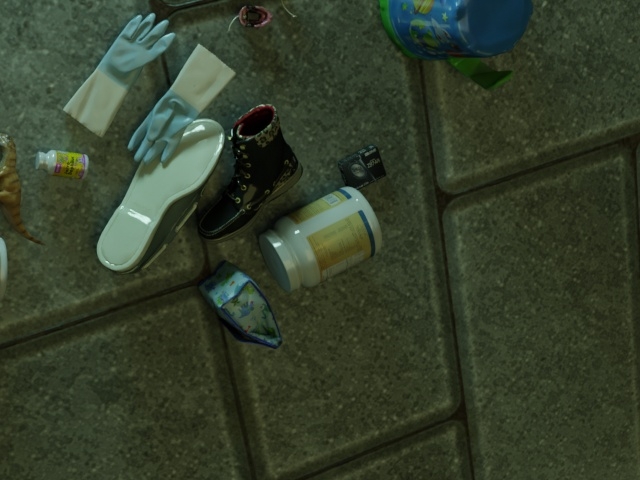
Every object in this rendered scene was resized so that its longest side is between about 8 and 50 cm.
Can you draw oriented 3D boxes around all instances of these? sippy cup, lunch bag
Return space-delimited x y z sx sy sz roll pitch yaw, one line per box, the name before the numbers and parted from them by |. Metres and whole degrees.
sippy cup | 0.259 -0.430 2.031 0.305 0.224 0.240 20 96 -29
lunch bag | -0.142 0.128 2.070 0.096 0.129 0.151 -44 122 -6

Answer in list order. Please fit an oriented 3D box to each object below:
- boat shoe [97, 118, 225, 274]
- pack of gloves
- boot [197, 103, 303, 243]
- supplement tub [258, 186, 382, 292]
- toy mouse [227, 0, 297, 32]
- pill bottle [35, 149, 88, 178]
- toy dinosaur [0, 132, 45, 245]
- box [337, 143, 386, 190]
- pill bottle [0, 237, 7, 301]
boat shoe | -0.275 -0.075 1.977 0.319 0.116 0.099 -55 164 -8
pack of gloves | -0.292 -0.259 1.916 0.195 0.046 0.232 37 96 -19
boot | -0.144 -0.119 1.979 0.236 0.085 0.179 -41 145 -17
supplement tub | 0.000 0.000 2.089 0.199 0.144 0.144 -26 116 -16
toy mouse | -0.104 -0.427 1.963 0.143 0.031 0.161 21 97 -30
pill bottle | -0.438 -0.129 1.889 0.083 0.043 0.043 6 104 -28
toy dinosaur | -0.523 -0.069 1.856 0.112 0.064 0.212 -14 112 -23
box | 0.081 -0.139 2.156 0.083 0.018 0.067 -27 117 -16
pill bottle | -0.614 0.048 1.820 0.186 0.112 0.112 2 106 -26
